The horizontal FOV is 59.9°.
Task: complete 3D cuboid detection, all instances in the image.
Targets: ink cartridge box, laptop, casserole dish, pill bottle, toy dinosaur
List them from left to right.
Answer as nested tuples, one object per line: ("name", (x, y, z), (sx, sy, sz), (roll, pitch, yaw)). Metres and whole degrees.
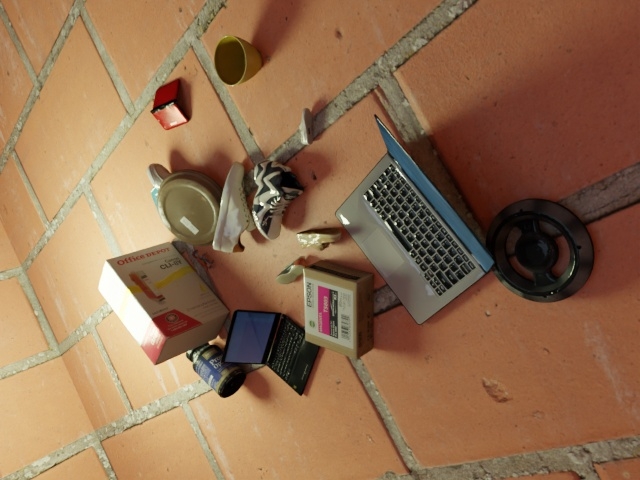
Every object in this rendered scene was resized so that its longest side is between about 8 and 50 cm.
("ink cartridge box", (-0.559, 0.209, 1.966), (0.384, 0.279, 0.160), (45, 127, 21))
("casserole dish", (-0.565, -0.134, 2.028), (0.114, 0.037, 0.189), (-25, 86, 42))
("toy dinosaur", (-0.416, 0.065, 1.946), (0.082, 0.090, 0.047), (24, 106, -2))
("pill bottle", (-0.382, 0.454, 2.000), (0.219, 0.122, 0.123), (35, 124, 27))
("laptop", (-0.163, 0.361, 1.773), (0.264, 0.136, 0.234), (36, 125, 27))
("ink cartridge box", (0.050, 0.192, 1.569), (0.193, 0.088, 0.235), (11, 112, 37))
("laptop", (0.186, -0.019, 1.284), (0.382, 0.236, 0.408), (54, 131, 15))

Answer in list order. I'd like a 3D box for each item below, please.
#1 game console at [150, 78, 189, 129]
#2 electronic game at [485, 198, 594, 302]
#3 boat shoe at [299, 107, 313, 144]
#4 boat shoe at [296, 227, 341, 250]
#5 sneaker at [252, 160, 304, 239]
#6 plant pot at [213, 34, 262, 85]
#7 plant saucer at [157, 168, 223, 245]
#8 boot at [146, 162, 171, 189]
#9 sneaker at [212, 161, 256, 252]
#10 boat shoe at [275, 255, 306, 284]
("game console", (-0.503, -0.458, 1.885), (0.144, 0.085, 0.124), (-6, 131, 42))
("electronic game", (0.462, 0.023, 1.185), (0.229, 0.048, 0.229), (17, 116, 38))
("boat shoe", (-0.044, -0.313, 1.524), (0.035, 0.035, 0.100), (10, 116, 36))
("boat shoe", (0.000, 0.000, 1.572), (0.170, 0.063, 0.059), (0, 106, 50))
("sneaker", (-0.115, -0.112, 1.607), (0.153, 0.094, 0.235), (11, 101, 47))
("plant pot", (-0.222, -0.508, 1.571), (0.134, 0.095, 0.134), (14, 112, 38))
("plant saucer", (-0.426, -0.100, 1.847), (0.277, 0.041, 0.278), (8, 118, 15))
("boot", (-0.488, -0.197, 1.915), (0.258, 0.095, 0.123), (49, 124, 7))
("sneaker", (-0.254, -0.100, 1.752), (0.123, 0.106, 0.290), (12, 106, -2))
("boat shoe", (-0.089, 0.092, 1.688), (0.137, 0.049, 0.043), (-38, 36, 44))
